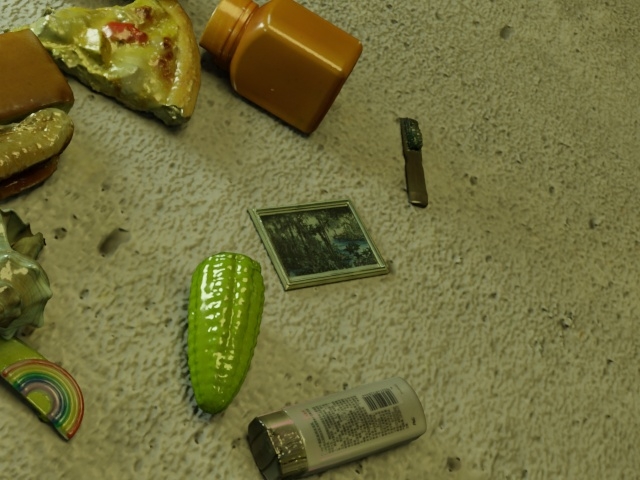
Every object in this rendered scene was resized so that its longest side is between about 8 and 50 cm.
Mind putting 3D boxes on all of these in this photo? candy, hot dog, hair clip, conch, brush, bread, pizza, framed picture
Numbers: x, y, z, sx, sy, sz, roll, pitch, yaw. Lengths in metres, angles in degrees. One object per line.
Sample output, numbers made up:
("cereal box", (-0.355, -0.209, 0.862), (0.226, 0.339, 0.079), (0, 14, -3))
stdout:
("candy", (-0.121, 0.116, 1.275), (0.097, 0.097, 0.209), (16, 54, -17))
("hot dog", (-0.405, -0.094, 1.291), (0.073, 0.084, 0.242), (47, 45, 14))
("hair clip", (-0.336, 0.144, 1.168), (0.188, 0.033, 0.060), (38, 42, 4))
("conch", (-0.370, 0.030, 1.165), (0.114, 0.137, 0.234), (-20, 41, -9))
("brush", (0.155, -0.134, 1.677), (0.034, 0.027, 0.190), (13, 50, -17))
("bread", (-0.489, -0.166, 1.307), (0.361, 0.077, 0.138), (-27, 69, -41))
("pizza", (-0.308, -0.279, 1.504), (0.287, 0.075, 0.280), (1, 53, -29))
("framed picture", (0.000, 0.000, 1.490), (0.183, 0.011, 0.142), (-8, 58, -33))

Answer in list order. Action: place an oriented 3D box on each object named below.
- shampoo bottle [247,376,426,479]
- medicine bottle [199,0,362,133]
("shampoo bottle", (0.024, 0.232, 1.280), (0.227, 0.056, 0.086), (-11, 62, -35))
("medicine bottle", (-0.065, -0.286, 1.591), (0.222, 0.149, 0.112), (31, 43, -3))
